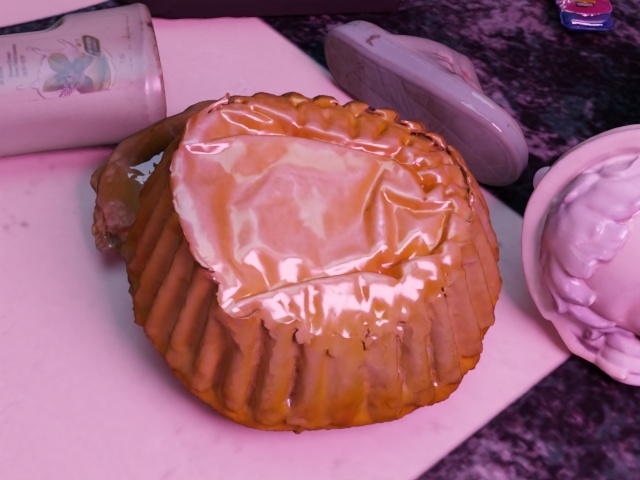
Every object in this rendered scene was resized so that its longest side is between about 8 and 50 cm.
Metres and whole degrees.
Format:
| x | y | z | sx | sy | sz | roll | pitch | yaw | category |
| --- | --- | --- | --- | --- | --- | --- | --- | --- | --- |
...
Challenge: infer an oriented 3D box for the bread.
| x | y | z | sx | sy | sz | roll | pitch | yaw | category |
| --- | --- | --- | --- | --- | --- | --- | --- | --- | --- |
| 0.002 | 0.001 | 0.704 | 0.240 | 0.139 | 0.240 | 5 | 59 | -9 | bread |

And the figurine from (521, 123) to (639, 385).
| x | y | z | sx | sy | sz | roll | pitch | yaw | category |
| --- | --- | --- | --- | --- | --- | --- | --- | --- | --- |
| 0.220 | 0.027 | 0.697 | 0.237 | 0.162 | 0.141 | 40 | 27 | 15 | figurine |

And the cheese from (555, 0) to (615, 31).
| x | y | z | sx | sy | sz | roll | pitch | yaw | category |
| --- | --- | --- | --- | --- | --- | --- | --- | --- | --- |
| 0.223 | -0.227 | 1.003 | 0.095 | 0.038 | 0.145 | 2 | 47 | -1 | cheese |

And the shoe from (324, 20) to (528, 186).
| x | y | z | sx | sy | sz | roll | pitch | yaw | category |
| --- | --- | --- | --- | --- | --- | --- | --- | --- | --- |
| 0.090 | -0.119 | 0.871 | 0.195 | 0.079 | 0.078 | 34 | 62 | 30 | shoe |

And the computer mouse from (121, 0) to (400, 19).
| x | y | z | sx | sy | sz | roll | pitch | yaw | category |
| --- | --- | --- | --- | --- | --- | --- | --- | --- | --- |
| -0.053 | -0.274 | 0.994 | 0.269 | 0.100 | 0.170 | -3 | 50 | -5 | computer mouse |

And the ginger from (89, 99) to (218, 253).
| x | y | z | sx | sy | sz | roll | pitch | yaw | category |
| --- | --- | --- | --- | --- | --- | --- | --- | --- | --- |
| -0.081 | -0.051 | 0.810 | 0.190 | 0.069 | 0.095 | -27 | 89 | -26 | ginger |

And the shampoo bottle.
| x | y | z | sx | sy | sz | roll | pitch | yaw | category |
| --- | --- | --- | --- | --- | --- | --- | --- | --- | --- |
| -0.235 | -0.111 | 0.844 | 0.234 | 0.087 | 0.118 | -9 | 50 | -10 | shampoo bottle |
